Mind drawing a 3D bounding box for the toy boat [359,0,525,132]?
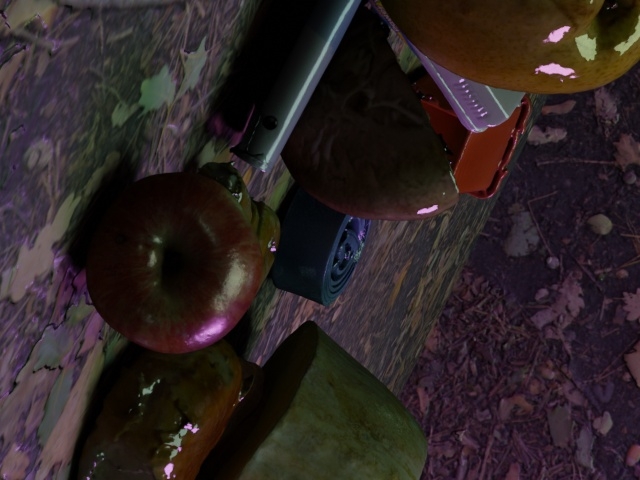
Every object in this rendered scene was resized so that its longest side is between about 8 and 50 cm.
[{"bbox_3d":[0.121,-0.245,1.970,0.141,0.269,0.141,-39,-160,17],"label":"toy boat"}]

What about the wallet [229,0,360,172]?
[{"bbox_3d":[-0.022,-0.176,1.726,0.231,0.069,0.170,-63,-173,5],"label":"wallet"}]

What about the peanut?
[{"bbox_3d":[-0.119,0.177,2.032,0.174,0.080,0.080,-44,156,-55],"label":"peanut"}]

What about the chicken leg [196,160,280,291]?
[{"bbox_3d":[-0.087,-0.014,1.763,0.103,0.088,0.227,-48,156,-27],"label":"chicken leg"}]

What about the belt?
[{"bbox_3d":[0.000,0.000,2.173,0.190,0.082,0.141,47,65,-77],"label":"belt"}]

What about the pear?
[{"bbox_3d":[0.190,-0.292,1.751,0.314,0.314,0.314,-61,168,-22],"label":"pear"}]

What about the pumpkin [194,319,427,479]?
[{"bbox_3d":[-0.024,0.275,2.124,0.332,0.199,0.332,-54,-176,6],"label":"pumpkin"}]

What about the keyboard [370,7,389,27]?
[{"bbox_3d":[0.033,-0.187,2.093,0.196,0.015,0.074,-61,168,-21],"label":"keyboard"}]

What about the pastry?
[{"bbox_3d":[-0.154,0.182,1.803,0.218,0.100,0.229,-57,172,-16],"label":"pastry"}]

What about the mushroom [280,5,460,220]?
[{"bbox_3d":[0.030,-0.116,1.844,0.285,0.151,0.156,-113,178,-46],"label":"mushroom"}]

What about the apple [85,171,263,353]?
[{"bbox_3d":[-0.120,0.020,1.516,0.131,0.146,0.146,96,19,-85],"label":"apple"}]

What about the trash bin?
[{"bbox_3d":[0.170,-0.153,2.453,0.184,0.161,0.239,-68,165,15],"label":"trash bin"}]
